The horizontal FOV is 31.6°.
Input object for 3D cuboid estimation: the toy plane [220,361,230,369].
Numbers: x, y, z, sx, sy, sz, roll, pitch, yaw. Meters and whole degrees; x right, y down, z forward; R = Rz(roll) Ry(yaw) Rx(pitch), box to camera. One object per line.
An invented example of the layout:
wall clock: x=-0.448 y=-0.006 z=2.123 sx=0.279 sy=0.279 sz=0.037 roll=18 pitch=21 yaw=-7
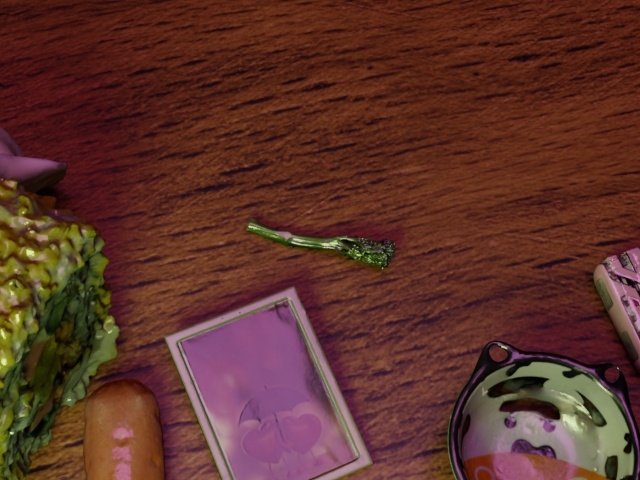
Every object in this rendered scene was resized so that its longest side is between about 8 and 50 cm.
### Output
toy plane: x=-0.156 y=0.204 z=1.672 sx=0.083 sy=0.031 sz=0.078 roll=-41 pitch=73 yaw=-20

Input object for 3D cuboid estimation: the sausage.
sausage: x=-0.271 y=0.320 z=1.565 sx=0.113 sy=0.113 sz=0.259 roll=-3 pitch=65 yaw=-5

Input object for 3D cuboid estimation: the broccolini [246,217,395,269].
broccolini: x=0.000 y=0.000 z=1.784 sx=0.239 sy=0.051 sz=0.054 roll=11 pitch=69 yaw=9

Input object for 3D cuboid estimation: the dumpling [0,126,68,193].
dumpling: x=-0.495 y=-0.075 z=1.671 sx=0.243 sy=0.318 sz=0.187 roll=-3 pitch=96 yaw=-11

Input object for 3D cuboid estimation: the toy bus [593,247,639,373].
toy bus: x=0.497 y=0.113 z=1.748 sx=0.090 sy=0.063 sz=0.203 roll=-16 pitch=67 yaw=-11

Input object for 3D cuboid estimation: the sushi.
sushi: x=-0.427 y=0.114 z=1.498 sx=0.240 sy=0.396 sz=0.351 roll=22 pitch=55 yaw=8

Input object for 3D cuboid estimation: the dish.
dish: x=0.307 y=0.301 z=1.608 sx=0.303 sy=0.120 sz=0.303 roll=2 pitch=64 yaw=-3

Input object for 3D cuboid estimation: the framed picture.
framed picture: x=-0.077 y=0.233 z=1.649 sx=0.211 sy=0.020 sz=0.289 roll=-20 pitch=75 yaw=-15
